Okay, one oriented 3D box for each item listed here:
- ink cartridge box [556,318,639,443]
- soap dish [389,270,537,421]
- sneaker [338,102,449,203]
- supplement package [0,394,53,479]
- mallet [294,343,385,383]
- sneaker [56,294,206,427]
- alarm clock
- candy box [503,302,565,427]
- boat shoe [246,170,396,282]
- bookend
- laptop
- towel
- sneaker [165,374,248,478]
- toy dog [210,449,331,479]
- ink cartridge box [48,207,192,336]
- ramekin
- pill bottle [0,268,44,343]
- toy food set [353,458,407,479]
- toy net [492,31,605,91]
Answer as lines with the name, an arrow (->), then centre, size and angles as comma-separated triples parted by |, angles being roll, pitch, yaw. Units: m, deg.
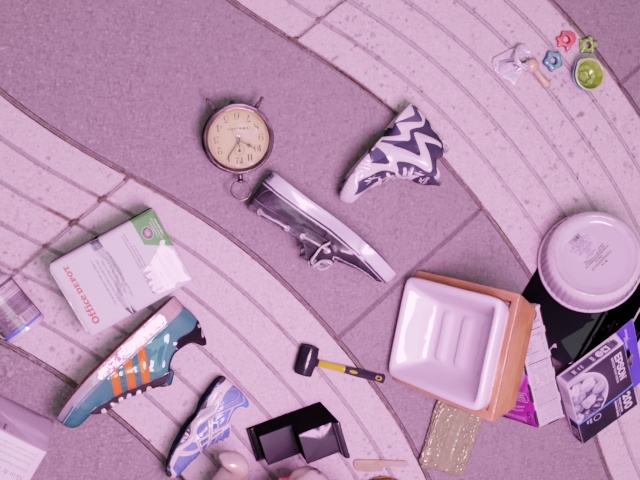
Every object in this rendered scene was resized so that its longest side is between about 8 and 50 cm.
ink cartridge box -> 0.592, 0.294, 1.794 | 0.208, 0.045, 0.206 | -35, 129, -11
soap dish -> 0.266, 0.191, 1.642 | 0.118, 0.291, 0.228 | 11, 91, -33
sneaker -> 0.155, -0.131, 1.677 | 0.153, 0.094, 0.235 | 40, 74, -4
supplement package -> -0.613, 0.402, 1.475 | 0.199, 0.198, 0.262 | 31, 87, -14
mallet -> 0.042, 0.243, 1.711 | 0.190, 0.039, 0.062 | 9, 89, -19
sneaker -> -0.337, 0.244, 1.578 | 0.302, 0.108, 0.121 | -44, 98, -9
alarm clock -> -0.154, -0.169, 1.616 | 0.129, 0.064, 0.192 | -4, 92, -14
candy box -> 0.384, 0.238, 1.722 | 0.071, 0.159, 0.233 | -17, 97, -24
boat shoe -> 0.000, 0.000, 1.642 | 0.306, 0.113, 0.105 | 37, 91, -11
bookend -> -0.044, 0.378, 1.633 | 0.156, 0.157, 0.072 | -18, 97, -13
laptop -> 0.556, 0.160, 1.838 | 0.264, 0.137, 0.234 | 34, 86, -39
towel -> 0.266, 0.403, 1.777 | 0.110, 0.027, 0.148 | 17, 89, -15
sneaker -> -0.216, 0.360, 1.630 | 0.081, 0.080, 0.211 | 36, 87, -10
toy dog -> -0.102, 0.567, 1.533 | 0.408, 0.284, 0.395 | -31, 92, -5
ink cartridge box -> -0.360, 0.054, 1.569 | 0.208, 0.087, 0.153 | -29, 100, -11
ramekin -> 0.541, 0.038, 1.735 | 0.207, 0.109, 0.207 | -2, 80, 10
pill bottle -> -0.559, 0.107, 1.530 | 0.078, 0.078, 0.137 | -38, 101, -8
toy food set -> 0.120, 0.537, 1.744 | 0.133, 0.038, 0.192 | 2, 93, -14
toy net -> 0.464, -0.368, 1.762 | 0.232, 0.045, 0.122 | 2, 94, -14
